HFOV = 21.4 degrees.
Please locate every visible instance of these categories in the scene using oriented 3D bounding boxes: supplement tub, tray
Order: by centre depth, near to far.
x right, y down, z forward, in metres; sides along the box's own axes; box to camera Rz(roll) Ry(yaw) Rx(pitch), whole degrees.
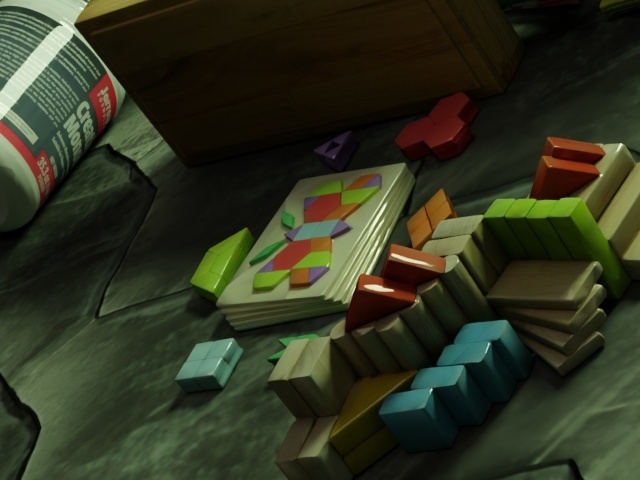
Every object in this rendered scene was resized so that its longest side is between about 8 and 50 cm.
[{"bbox_3d":[-0.030,-0.197,1.637,0.411,0.203,0.076,-10,39,40],"label":"tray"},{"bbox_3d":[-0.345,-0.161,1.951,0.191,0.191,0.272,-5,41,44],"label":"supplement tub"}]

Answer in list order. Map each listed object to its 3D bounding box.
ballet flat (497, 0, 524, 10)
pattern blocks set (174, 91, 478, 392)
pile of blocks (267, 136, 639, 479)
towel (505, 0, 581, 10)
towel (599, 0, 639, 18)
[{"bbox_3d":[0.162,-0.244,1.590,0.188,0.070,0.070,-24,27,51],"label":"ballet flat"},{"bbox_3d":[0.000,0.000,1.491,0.285,0.026,0.325,-18,33,30],"label":"pattern blocks set"},{"bbox_3d":[0.106,0.042,1.215,0.362,0.113,0.149,-40,28,-7],"label":"pile of blocks"},{"bbox_3d":[0.181,-0.336,1.733,0.329,0.037,0.237,3,62,51],"label":"towel"},{"bbox_3d":[0.363,-0.250,1.480,0.237,0.021,0.102,-9,32,42],"label":"towel"}]
